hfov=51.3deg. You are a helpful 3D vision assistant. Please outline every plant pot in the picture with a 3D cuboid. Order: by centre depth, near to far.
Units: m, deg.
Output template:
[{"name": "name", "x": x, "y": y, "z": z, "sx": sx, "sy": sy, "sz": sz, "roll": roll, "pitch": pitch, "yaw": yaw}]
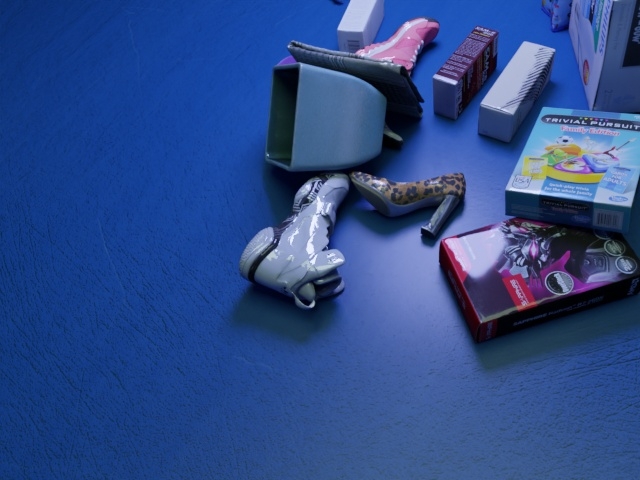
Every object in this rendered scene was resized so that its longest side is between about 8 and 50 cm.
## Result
[{"name": "plant pot", "x": 0.021, "y": -0.298, "z": 1.657, "sx": 0.252, "sy": 0.247, "sz": 0.247, "roll": 2, "pitch": 11, "yaw": -19}]

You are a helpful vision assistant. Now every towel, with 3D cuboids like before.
[{"name": "towel", "x": 0.105, "y": -0.424, "z": 1.740, "sx": 0.324, "sy": 0.312, "sz": 0.056, "roll": 18, "pitch": 85, "yaw": 21}]

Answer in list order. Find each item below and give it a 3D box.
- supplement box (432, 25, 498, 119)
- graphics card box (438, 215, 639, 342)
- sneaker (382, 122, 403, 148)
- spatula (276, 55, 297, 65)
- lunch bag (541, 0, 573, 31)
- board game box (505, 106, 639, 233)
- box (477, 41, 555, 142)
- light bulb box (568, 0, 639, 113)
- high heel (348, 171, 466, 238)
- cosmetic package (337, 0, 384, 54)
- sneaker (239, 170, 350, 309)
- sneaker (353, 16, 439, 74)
[{"name": "supplement box", "x": 0.396, "y": -0.457, "z": 1.809, "sx": 0.073, "sy": 0.130, "sz": 0.239, "roll": 26, "pitch": 63, "yaw": 27}, {"name": "graphics card box", "x": 0.469, "y": 0.056, "z": 1.439, "sx": 0.371, "sy": 0.094, "sz": 0.233, "roll": -15, "pitch": 52, "yaw": -2}, {"name": "sneaker", "x": 0.162, "y": -0.304, "z": 1.783, "sx": 0.161, "sy": 0.057, "sz": 0.075, "roll": 27, "pitch": 68, "yaw": 30}, {"name": "spatula", "x": -0.009, "y": -0.499, "z": 1.976, "sx": 0.296, "sy": 0.030, "sz": 0.084, "roll": 26, "pitch": 60, "yaw": 26}, {"name": "lunch bag", "x": 0.801, "y": -0.746, "z": 1.892, "sx": 0.293, "sy": 0.221, "sz": 0.138, "roll": -9, "pitch": 53, "yaw": 4}, {"name": "board game box", "x": 0.586, "y": -0.171, "z": 1.498, "sx": 0.254, "sy": 0.079, "sz": 0.336, "roll": 11, "pitch": 47, "yaw": 27}, {"name": "box", "x": 0.516, "y": -0.393, "z": 1.753, "sx": 0.094, "sy": 0.113, "sz": 0.275, "roll": 24, "pitch": 63, "yaw": 24}, {"name": "light bulb box", "x": 0.788, "y": -0.570, "z": 1.679, "sx": 0.225, "sy": 0.358, "sz": 0.361, "roll": -3, "pitch": 52, "yaw": 10}, {"name": "high heel", "x": 0.216, "y": -0.141, "z": 1.620, "sx": 0.261, "sy": 0.093, "sz": 0.186, "roll": 33, "pitch": 71, "yaw": 10}, {"name": "cosmetic package", "x": 0.126, "y": -0.662, "z": 2.020, "sx": 0.085, "sy": 0.117, "sz": 0.231, "roll": 9, "pitch": 55, "yaw": 15}, {"name": "sneaker", "x": 0.000, "y": 0.000, "z": 1.546, "sx": 0.210, "sy": 0.137, "sz": 0.366, "roll": 33, "pitch": 61, "yaw": 21}, {"name": "sneaker", "x": 0.234, "y": -0.524, "z": 1.923, "sx": 0.314, "sy": 0.116, "sz": 0.136, "roll": -33, "pitch": 72, "yaw": -13}]
